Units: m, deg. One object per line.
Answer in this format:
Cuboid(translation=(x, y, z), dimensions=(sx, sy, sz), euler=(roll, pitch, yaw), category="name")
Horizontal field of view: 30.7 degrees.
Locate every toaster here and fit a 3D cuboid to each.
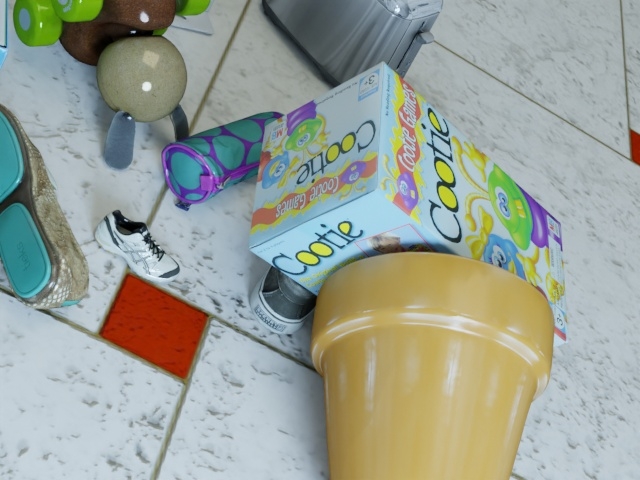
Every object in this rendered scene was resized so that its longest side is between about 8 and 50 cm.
Cuboid(translation=(0.036, -0.288, 1.378), dimensions=(0.227, 0.146, 0.129), euler=(49, 38, 14), category="toaster")

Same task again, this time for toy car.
Cuboid(translation=(-0.183, -0.162, 1.125), dimensions=(0.155, 0.149, 0.188), euler=(-13, 89, -41), category="toy car")

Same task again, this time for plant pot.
Cuboid(translation=(0.085, 0.141, 0.957), dimensions=(0.205, 0.205, 0.188), euler=(22, 55, -19), category="plant pot")

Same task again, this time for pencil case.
Cuboid(translation=(-0.085, -0.081, 1.137), dimensions=(0.070, 0.065, 0.151), euler=(34, 35, 22), category="pencil case")

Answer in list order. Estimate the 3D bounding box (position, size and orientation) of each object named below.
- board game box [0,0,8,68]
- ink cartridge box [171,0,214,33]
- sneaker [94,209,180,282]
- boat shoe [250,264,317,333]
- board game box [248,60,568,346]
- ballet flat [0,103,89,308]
Cuboid(translation=(-0.442, -0.270, 1.045), dimensions=(0.316, 0.064, 0.242), euler=(14, 44, -27), category="board game box")
Cuboid(translation=(-0.170, -0.323, 1.317), dimensions=(0.104, 0.061, 0.181), euler=(7, 48, -33), category="ink cartridge box")
Cuboid(translation=(-0.156, 0.005, 1.016), dimensions=(0.083, 0.037, 0.032), euler=(32, 36, -11), category="sneaker")
Cuboid(translation=(0.000, 0.000, 1.117), dimensions=(0.077, 0.070, 0.219), euler=(32, 38, -8), category="boat shoe")
Cuboid(translation=(0.086, -0.006, 1.047), dimensions=(0.275, 0.144, 0.142), euler=(36, 44, -36), category="board game box")
Cuboid(translation=(-0.244, -0.025, 0.967), dimensions=(0.067, 0.073, 0.206), euler=(30, 31, -57), category="ballet flat")
